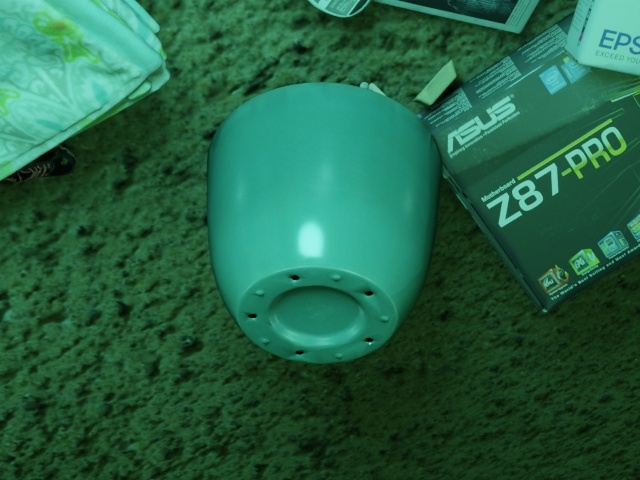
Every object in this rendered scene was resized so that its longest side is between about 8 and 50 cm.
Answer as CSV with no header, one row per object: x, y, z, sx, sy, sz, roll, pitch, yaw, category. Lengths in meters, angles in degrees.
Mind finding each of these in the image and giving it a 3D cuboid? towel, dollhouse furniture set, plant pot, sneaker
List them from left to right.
-0.373,-0.202,1.161,0.321,0.090,0.374,-25,138,25,towel
-0.336,-0.084,1.385,0.119,0.057,0.047,4,130,-29,sneaker
0.000,0.000,1.425,0.293,0.235,0.293,2,138,2,plant pot
0.102,-0.192,1.501,0.081,0.091,0.114,42,86,-4,dollhouse furniture set

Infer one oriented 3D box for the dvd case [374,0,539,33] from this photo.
0.169,-0.332,1.367,0.239,0.029,0.179,6,131,-29,dvd case

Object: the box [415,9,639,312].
0.364,-0.132,1.546,0.395,0.097,0.318,-32,115,11,box

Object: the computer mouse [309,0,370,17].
-0.026,-0.303,1.301,0.193,0.042,0.106,26,115,-32,computer mouse

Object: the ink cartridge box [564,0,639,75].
0.477,-0.331,1.365,0.324,0.071,0.330,8,117,-13,ink cartridge box
